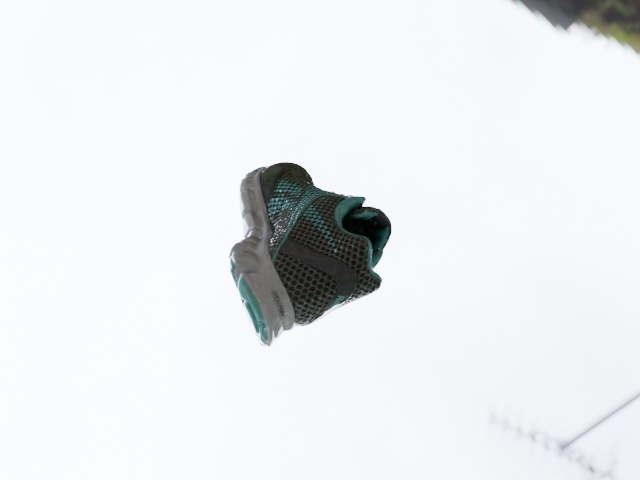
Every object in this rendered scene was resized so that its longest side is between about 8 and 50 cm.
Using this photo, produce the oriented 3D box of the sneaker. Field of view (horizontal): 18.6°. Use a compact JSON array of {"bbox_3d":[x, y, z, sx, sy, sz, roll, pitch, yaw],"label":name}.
[{"bbox_3d":[0.000,0.000,0.989,0.166,0.076,0.065,-91,-18,-66],"label":"sneaker"}]
